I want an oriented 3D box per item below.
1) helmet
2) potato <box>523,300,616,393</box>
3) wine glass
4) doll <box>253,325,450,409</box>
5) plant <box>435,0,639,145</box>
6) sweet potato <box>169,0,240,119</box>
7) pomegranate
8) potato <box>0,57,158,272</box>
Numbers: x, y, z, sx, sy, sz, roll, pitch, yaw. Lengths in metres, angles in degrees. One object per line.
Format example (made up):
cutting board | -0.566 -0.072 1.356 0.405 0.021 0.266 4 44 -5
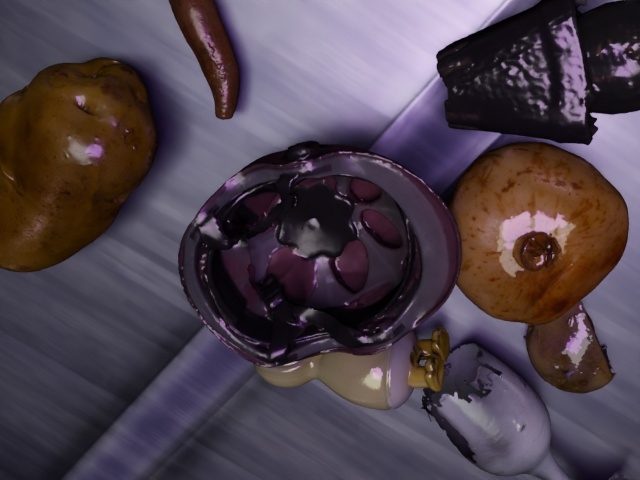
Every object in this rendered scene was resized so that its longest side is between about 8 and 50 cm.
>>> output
helmet | 0.000 0.000 0.855 0.338 0.197 0.271 -21 109 14
potato | 0.316 0.134 0.890 0.100 0.089 0.172 -20 104 19
wine glass | 0.284 0.280 0.923 0.321 0.143 0.143 41 111 -1
doll | 0.025 0.157 0.935 0.296 0.141 0.117 5 136 14
plant | 0.264 -0.194 0.771 0.256 0.142 0.164 -3 107 24
sweet potato | -0.161 -0.280 0.872 0.078 0.058 0.255 -26 97 39
pomegranate | 0.249 -0.007 0.795 0.215 0.215 0.215 3 108 10
potato | -0.367 -0.089 0.926 0.195 0.176 0.369 31 118 -29
